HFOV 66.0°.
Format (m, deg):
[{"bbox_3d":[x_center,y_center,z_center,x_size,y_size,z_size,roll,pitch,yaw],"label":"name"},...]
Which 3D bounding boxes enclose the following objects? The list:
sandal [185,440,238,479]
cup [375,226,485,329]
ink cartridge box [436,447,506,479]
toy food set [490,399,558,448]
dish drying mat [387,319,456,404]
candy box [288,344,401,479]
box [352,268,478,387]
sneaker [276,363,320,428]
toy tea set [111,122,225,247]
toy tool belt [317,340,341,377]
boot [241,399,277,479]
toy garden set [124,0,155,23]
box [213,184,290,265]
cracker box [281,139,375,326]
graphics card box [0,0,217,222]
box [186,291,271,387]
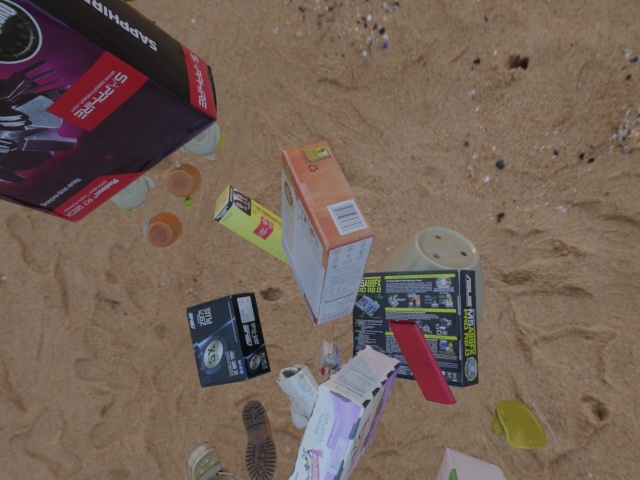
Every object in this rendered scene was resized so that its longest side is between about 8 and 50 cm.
[{"bbox_3d":[-0.191,0.472,0.930,0.079,0.240,0.088,33,53,32],"label":"sandal"},{"bbox_3d":[0.309,0.103,1.340,0.331,0.331,0.237,24,131,14],"label":"cup"},{"bbox_3d":[0.190,0.436,0.685,0.093,0.160,0.219,19,92,9],"label":"ink cartridge box"},{"bbox_3d":[0.504,0.482,1.262,0.071,0.218,0.128,-50,43,29],"label":"toy food set"},{"bbox_3d":[0.084,0.101,0.408,0.032,0.008,0.083,-6,116,52],"label":"dish drying mat"},{"bbox_3d":[0.042,0.270,0.746,0.070,0.196,0.164,22,104,20],"label":"candy box"},{"bbox_3d":[0.181,0.169,0.997,0.270,0.060,0.216,-7,80,46],"label":"box"},{"bbox_3d":[-0.054,0.430,1.391,0.108,0.292,0.169,-32,79,-27],"label":"sneaker"},{"bbox_3d":[-0.343,-0.153,1.082,0.200,0.124,0.336,22,105,-9],"label":"toy tea set"},{"bbox_3d":[0.026,0.264,1.087,0.051,0.083,0.052,16,127,-16],"label":"toy tool belt"},{"bbox_3d":[-0.109,0.392,0.933,0.059,0.084,0.158,-13,46,-2],"label":"boot"},{"bbox_3d":[-0.421,-0.467,0.918,0.244,0.204,0.049,32,90,-1],"label":"toy garden set"},{"bbox_3d":[-0.133,-0.030,1.140,0.232,0.087,0.058,35,113,-26],"label":"box"},{"bbox_3d":[0.000,0.000,0.682,0.067,0.232,0.155,-17,62,-15],"label":"cracker box"},{"bbox_3d":[-0.295,-0.149,0.397,0.233,0.371,0.094,-27,60,24],"label":"graphics card box"},{"bbox_3d":[-0.203,0.216,1.077,0.147,0.077,0.180,-18,80,34],"label":"box"}]
